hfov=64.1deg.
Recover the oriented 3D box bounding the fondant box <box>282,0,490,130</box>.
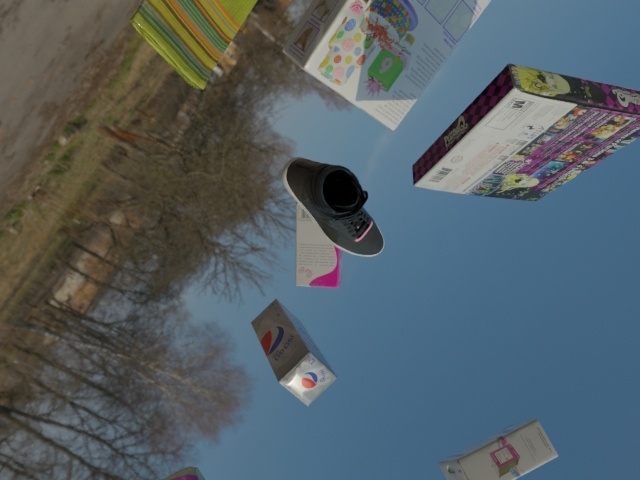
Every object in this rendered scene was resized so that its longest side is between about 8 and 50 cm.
[{"bbox_3d":[0.128,-0.378,0.833,0.330,0.238,0.096,-54,-135,16],"label":"fondant box"}]

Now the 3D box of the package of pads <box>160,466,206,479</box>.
[{"bbox_3d":[-0.149,0.295,0.295,0.229,0.297,0.101,35,-55,40],"label":"package of pads"}]

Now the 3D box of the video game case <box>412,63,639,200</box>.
[{"bbox_3d":[0.264,-0.123,0.660,0.232,0.211,0.041,129,-37,-64],"label":"video game case"}]

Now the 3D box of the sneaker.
[{"bbox_3d":[0.056,-0.049,1.023,0.104,0.296,0.147,-52,-150,-9],"label":"sneaker"}]

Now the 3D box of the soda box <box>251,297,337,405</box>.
[{"bbox_3d":[-0.069,0.241,1.156,0.091,0.098,0.286,-44,-154,-2],"label":"soda box"}]

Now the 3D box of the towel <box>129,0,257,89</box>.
[{"bbox_3d":[-0.093,-0.279,0.521,0.021,0.102,0.237,24,-100,33],"label":"towel"}]

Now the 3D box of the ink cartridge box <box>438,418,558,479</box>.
[{"bbox_3d":[0.227,0.285,0.665,0.123,0.052,0.088,-20,158,-12],"label":"ink cartridge box"}]

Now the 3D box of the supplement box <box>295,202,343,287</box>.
[{"bbox_3d":[0.000,0.000,1.292,0.114,0.111,0.219,-51,143,-78],"label":"supplement box"}]
